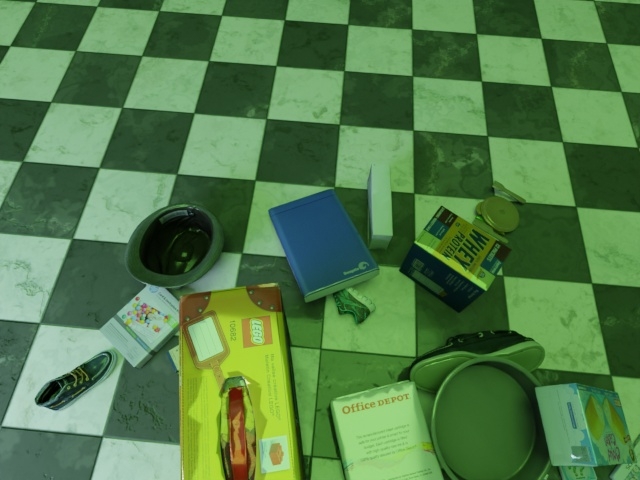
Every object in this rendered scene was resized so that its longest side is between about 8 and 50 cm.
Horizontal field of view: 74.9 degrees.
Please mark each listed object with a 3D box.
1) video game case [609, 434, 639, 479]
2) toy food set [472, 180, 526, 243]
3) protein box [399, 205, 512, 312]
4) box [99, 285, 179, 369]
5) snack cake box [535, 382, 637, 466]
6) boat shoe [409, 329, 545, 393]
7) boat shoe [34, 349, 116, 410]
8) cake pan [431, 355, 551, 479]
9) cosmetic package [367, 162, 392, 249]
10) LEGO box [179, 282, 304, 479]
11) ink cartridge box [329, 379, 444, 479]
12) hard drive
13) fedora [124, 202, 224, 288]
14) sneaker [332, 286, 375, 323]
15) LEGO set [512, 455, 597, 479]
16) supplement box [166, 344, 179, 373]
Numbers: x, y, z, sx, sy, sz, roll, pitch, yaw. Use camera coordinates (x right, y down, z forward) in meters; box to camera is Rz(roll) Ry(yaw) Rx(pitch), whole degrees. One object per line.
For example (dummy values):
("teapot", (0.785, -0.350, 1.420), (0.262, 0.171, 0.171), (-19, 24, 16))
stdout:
("video game case", (0.774, 0.558, 0.960), (0.143, 0.019, 0.157), (-38, 71, -17))
("toy food set", (0.533, -0.079, 1.257), (0.132, 0.039, 0.192), (34, 63, 7))
("protein box", (0.342, 0.055, 1.094), (0.201, 0.200, 0.136), (35, 69, 14))
("box", (-0.454, 0.216, 1.095), (0.145, 0.038, 0.186), (38, 69, 16))
("snack cake box", (0.583, 0.405, 0.912), (0.264, 0.089, 0.152), (21, 56, -37))
("boat shoe", (0.371, 0.284, 1.040), (0.339, 0.127, 0.113), (-13, 26, -5))
("boat shoe", (-0.586, 0.335, 1.009), (0.065, 0.083, 0.183), (40, 70, 16))
("cake pan", (0.375, 0.408, 0.926), (0.292, 0.054, 0.294), (2, 77, -8))
("cosmetic package", (0.173, -0.101, 1.222), (0.060, 0.099, 0.239), (2, 65, 1))
("LEGO box", (-0.137, 0.389, 0.832), (0.192, 0.373, 0.501), (-7, 65, -5))
("ink cartridge box", (0.145, 0.480, 0.933), (0.201, 0.117, 0.279), (-11, 66, -6))
("hard drive", (0.000, 0.000, 1.165), (0.210, 0.040, 0.319), (-19, 53, -10))
("fedora", (-0.382, 0.033, 1.134), (0.243, 0.124, 0.276), (7, 56, 0))
("sneaker", (0.063, 0.159, 1.118), (0.166, 0.065, 0.076), (33, 73, 16))
("LEGO set", (0.511, 0.532, 0.949), (0.243, 0.060, 0.183), (-5, 61, -3))
("supplement box", (-0.322, 0.287, 1.036), (0.083, 0.083, 0.056), (-30, 68, -14))
